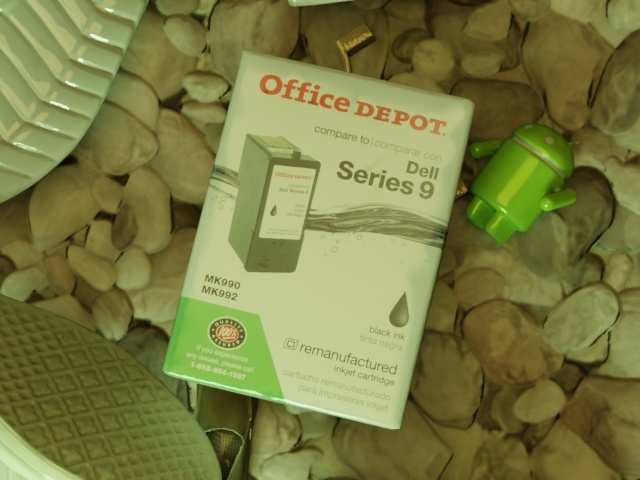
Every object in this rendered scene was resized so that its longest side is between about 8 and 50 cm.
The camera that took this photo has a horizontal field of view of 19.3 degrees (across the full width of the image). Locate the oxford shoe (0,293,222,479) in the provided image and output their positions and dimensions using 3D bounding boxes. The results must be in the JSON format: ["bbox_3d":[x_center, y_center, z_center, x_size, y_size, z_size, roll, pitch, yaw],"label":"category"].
[{"bbox_3d":[-0.293,0.134,1.615,0.449,0.169,0.130,26,127,0],"label":"oxford shoe"}]

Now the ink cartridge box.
[{"bbox_3d":[0.000,0.000,1.628,0.211,0.121,0.289,13,85,3],"label":"ink cartridge box"}]

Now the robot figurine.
[{"bbox_3d":[0.179,-0.054,1.676,0.101,0.067,0.115,39,89,31],"label":"robot figurine"}]

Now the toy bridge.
[{"bbox_3d":[0.064,-0.102,1.711,0.063,0.026,0.188,-31,83,2],"label":"toy bridge"}]

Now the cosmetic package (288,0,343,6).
[{"bbox_3d":[0.034,-0.321,1.635,0.151,0.151,0.184,-6,120,4],"label":"cosmetic package"}]

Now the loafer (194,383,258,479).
[{"bbox_3d":[-0.085,0.161,1.688,0.056,0.050,0.148,-3,85,4],"label":"loafer"}]

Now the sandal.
[{"bbox_3d":[-0.251,-0.192,1.715,0.169,0.102,0.416,37,80,-9],"label":"sandal"}]
